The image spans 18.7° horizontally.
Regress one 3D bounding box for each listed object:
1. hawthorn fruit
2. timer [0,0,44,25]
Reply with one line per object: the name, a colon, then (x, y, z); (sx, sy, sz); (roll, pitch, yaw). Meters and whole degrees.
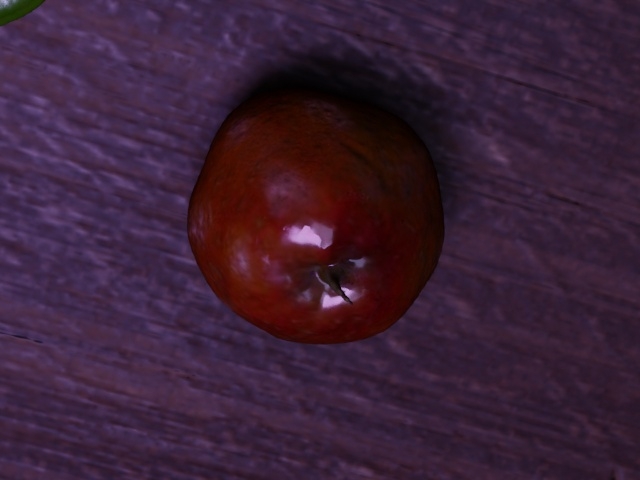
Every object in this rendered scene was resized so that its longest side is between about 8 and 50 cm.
hawthorn fruit: (-0.006, -0.004, 0.911); (0.125, 0.140, 0.125); (13, 139, 11)
timer: (-0.186, -0.155, 0.867); (0.128, 0.047, 0.140); (-21, 113, 2)
